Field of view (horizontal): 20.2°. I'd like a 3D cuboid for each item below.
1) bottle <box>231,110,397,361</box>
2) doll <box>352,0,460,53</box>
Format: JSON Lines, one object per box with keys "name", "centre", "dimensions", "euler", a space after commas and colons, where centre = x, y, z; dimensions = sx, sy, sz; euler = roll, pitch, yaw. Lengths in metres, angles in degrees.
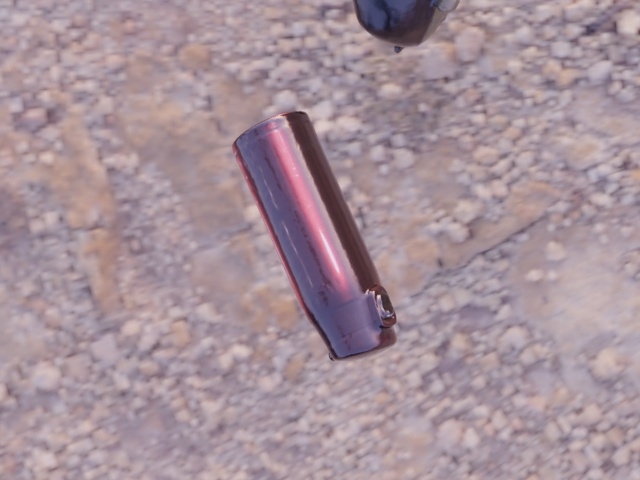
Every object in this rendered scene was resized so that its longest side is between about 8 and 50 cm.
{"name": "bottle", "centre": [0.000, 0.000, 1.155], "dimensions": [0.060, 0.060, 0.164], "euler": [-29, 78, 28]}
{"name": "doll", "centre": [0.065, -0.215, 1.243], "dimensions": [0.102, 0.089, 0.179], "euler": [39, 129, 53]}
